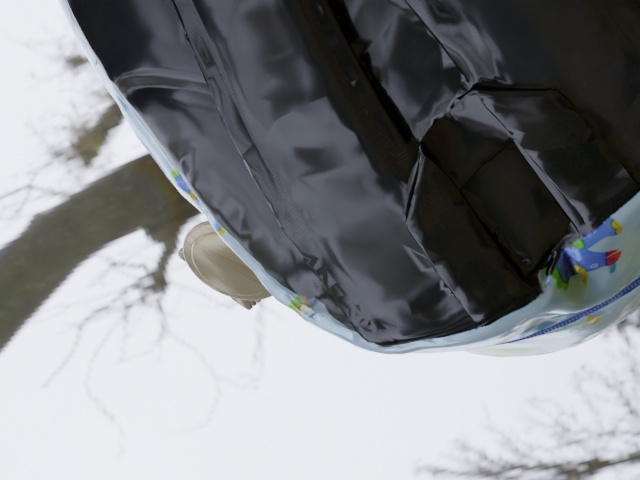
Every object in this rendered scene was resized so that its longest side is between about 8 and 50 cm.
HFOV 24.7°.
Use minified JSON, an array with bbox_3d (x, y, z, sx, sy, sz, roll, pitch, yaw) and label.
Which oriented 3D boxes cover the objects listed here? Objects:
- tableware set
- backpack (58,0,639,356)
[{"bbox_3d":[0.000,0.000,0.834,0.141,0.168,0.020,27,-133,-4],"label":"tableware set"},{"bbox_3d":[0.035,-0.118,0.631,0.273,0.290,0.355,30,-154,-56],"label":"backpack"}]
